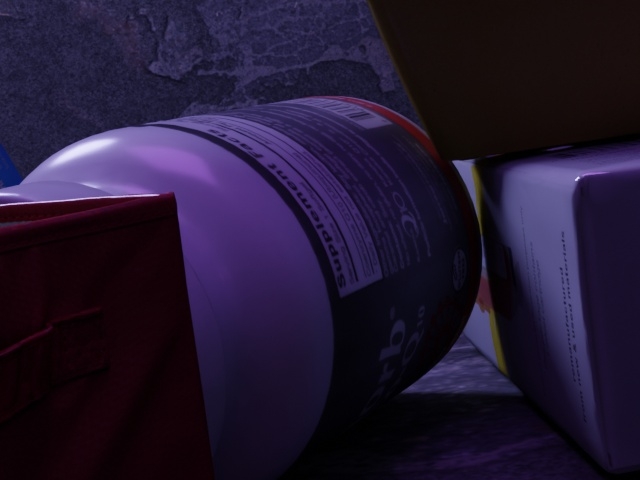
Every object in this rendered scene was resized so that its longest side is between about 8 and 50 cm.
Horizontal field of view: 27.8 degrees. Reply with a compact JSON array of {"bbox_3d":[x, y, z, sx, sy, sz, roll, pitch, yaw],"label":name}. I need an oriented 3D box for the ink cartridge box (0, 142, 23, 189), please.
[{"bbox_3d":[-0.348,-0.004,1.044,0.139,0.082,0.191,5,41,35],"label":"ink cartridge box"}]

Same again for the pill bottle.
[{"bbox_3d":[-0.059,0.033,0.737,0.210,0.210,0.363,-4,8,27],"label":"pill bottle"}]

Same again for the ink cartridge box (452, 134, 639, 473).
[{"bbox_3d":[0.249,0.003,0.834,0.279,0.160,0.385,-9,7,-4],"label":"ink cartridge box"}]

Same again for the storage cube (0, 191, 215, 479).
[{"bbox_3d":[-0.155,0.096,0.390,0.215,0.193,0.183,-1,9,38],"label":"storage cube"}]

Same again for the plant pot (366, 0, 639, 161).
[{"bbox_3d":[0.143,-0.157,0.831,0.212,0.187,0.212,-8,8,17],"label":"plant pot"}]
